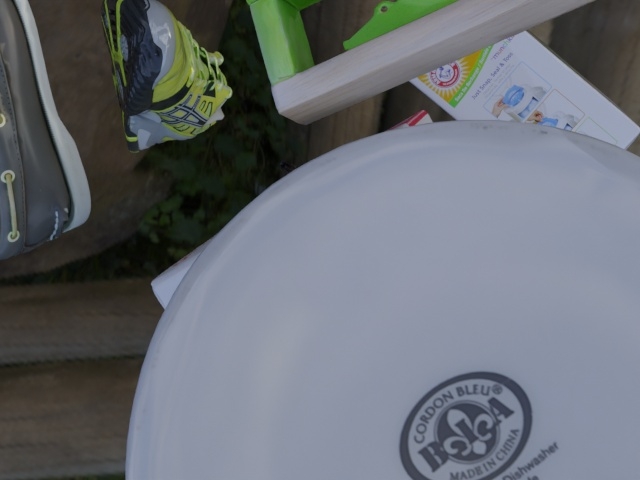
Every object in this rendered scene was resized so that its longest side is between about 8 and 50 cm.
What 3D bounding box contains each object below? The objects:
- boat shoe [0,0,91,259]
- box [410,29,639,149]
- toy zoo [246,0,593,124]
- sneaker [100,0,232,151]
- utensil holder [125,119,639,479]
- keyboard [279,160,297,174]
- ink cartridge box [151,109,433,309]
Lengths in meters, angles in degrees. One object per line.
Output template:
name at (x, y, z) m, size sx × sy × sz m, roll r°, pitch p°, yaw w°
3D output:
boat shoe at (-0.284, -0.131, 0.922) m, size 0.109 × 0.091 × 0.305 m, roll 2°, pitch 118°, yaw 42°
box at (0.188, -0.141, 1.078) m, size 0.203 × 0.114 × 0.103 m, roll 38°, pitch 106°, yaw -8°
toy zoo at (0.032, -0.222, 0.517) m, size 0.192 × 0.030 × 0.293 m, roll -20°, pitch 74°, yaw 22°
sneaker at (-0.191, -0.222, 1.432) m, size 0.147 × 0.384 × 0.145 m, roll -12°, pitch 85°, yaw -9°
utensil holder at (0.070, 0.145, 0.632) m, size 0.327 × 0.385 × 0.328 m, roll 0°, pitch 70°, yaw 1°
keyboard at (-0.056, -0.024, 1.680) m, size 0.033 × 0.317 × 0.202 m, roll 6°, pitch 103°, yaw -8°
ink cartridge box at (0.000, 0.000, 0.949) m, size 0.237 × 0.172 × 0.100 m, roll -30°, pitch 95°, yaw 19°
